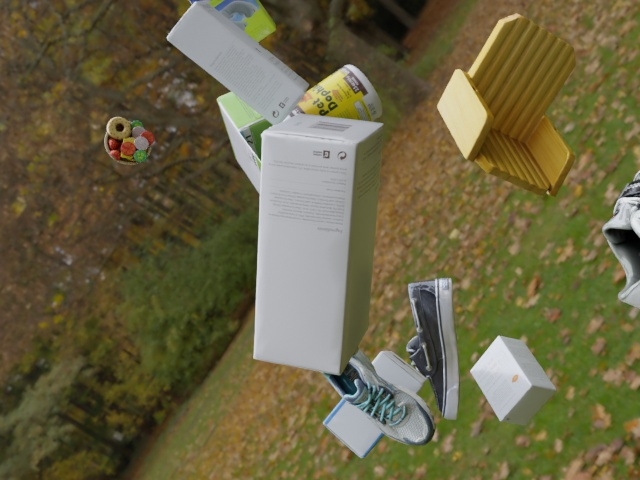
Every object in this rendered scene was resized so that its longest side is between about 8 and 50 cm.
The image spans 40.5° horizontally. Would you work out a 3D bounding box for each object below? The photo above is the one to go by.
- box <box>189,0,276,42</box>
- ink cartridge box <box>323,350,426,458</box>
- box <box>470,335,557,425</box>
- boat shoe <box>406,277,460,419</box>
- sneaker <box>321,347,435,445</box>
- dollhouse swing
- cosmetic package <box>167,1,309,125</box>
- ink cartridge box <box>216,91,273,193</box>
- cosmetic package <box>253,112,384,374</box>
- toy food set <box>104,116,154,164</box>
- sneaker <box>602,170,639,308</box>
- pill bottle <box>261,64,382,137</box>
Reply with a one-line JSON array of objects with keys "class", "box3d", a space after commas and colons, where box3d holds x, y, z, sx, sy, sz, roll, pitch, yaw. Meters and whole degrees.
[{"class": "box", "box3d": [-0.178, -0.452, 1.662, 0.109, 0.178, 0.042, -33, 24, 10]}, {"class": "ink cartridge box", "box3d": [0.141, 0.391, 2.114, 0.223, 0.129, 0.307, -52, -11, 0]}, {"class": "box", "box3d": [0.465, 0.339, 2.101, 0.130, 0.091, 0.170, -57, 37, 26]}, {"class": "boat shoe", "box3d": [0.222, 0.220, 1.725, 0.108, 0.102, 0.301, -72, -25, -67]}, {"class": "sneaker", "box3d": [0.104, 0.324, 1.763, 0.110, 0.283, 0.122, -57, -19, 10]}, {"class": "dollhouse swing", "box3d": [0.545, -0.350, 2.248, 0.305, 0.346, 0.315, -49, 40, 29]}, {"class": "cosmetic package", "box3d": [-0.134, -0.299, 1.454, 0.085, 0.231, 0.117, -49, 10, 13]}, {"class": "ink cartridge box", "box3d": [-0.113, -0.185, 1.848, 0.097, 0.255, 0.189, -27, -39, -11]}, {"class": "cosmetic package", "box3d": [0.000, 0.000, 1.367, 0.197, 0.155, 0.366, -45, -39, -69]}, {"class": "toy food set", "box3d": [-0.328, -0.169, 1.486, 0.020, 0.082, 0.083, 141, 136, -62]}, {"class": "sneaker", "box3d": [0.499, -0.048, 1.300, 0.122, 0.146, 0.331, 118, 160, -64]}, {"class": "pill bottle", "box3d": [0.000, -0.223, 1.607, 0.215, 0.117, 0.117, -36, 2, -5]}]
